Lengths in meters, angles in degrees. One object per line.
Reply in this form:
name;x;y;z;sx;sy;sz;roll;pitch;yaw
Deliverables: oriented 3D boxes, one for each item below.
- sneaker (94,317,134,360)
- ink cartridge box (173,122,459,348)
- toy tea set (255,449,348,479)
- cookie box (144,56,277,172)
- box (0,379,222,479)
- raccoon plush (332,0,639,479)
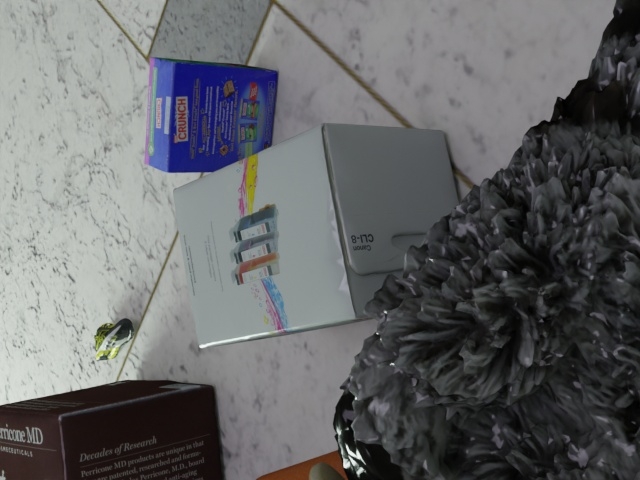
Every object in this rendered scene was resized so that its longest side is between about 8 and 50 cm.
sneaker;-0.239;0.106;0.946;0.083;0.031;0.035;-45;62;40
ink cartridge box;0.000;0.000;0.607;0.176;0.128;0.127;-15;82;46
toy tea set;0.002;0.232;0.484;0.124;0.336;0.200;-28;77;4
cookie box;-0.093;-0.106;0.712;0.040;0.107;0.091;18;107;45
box;-0.209;0.253;0.827;0.168;0.167;0.203;-10;87;47
raccoon plush;0.197;0.057;0.361;0.299;0.216;0.446;34;117;31
